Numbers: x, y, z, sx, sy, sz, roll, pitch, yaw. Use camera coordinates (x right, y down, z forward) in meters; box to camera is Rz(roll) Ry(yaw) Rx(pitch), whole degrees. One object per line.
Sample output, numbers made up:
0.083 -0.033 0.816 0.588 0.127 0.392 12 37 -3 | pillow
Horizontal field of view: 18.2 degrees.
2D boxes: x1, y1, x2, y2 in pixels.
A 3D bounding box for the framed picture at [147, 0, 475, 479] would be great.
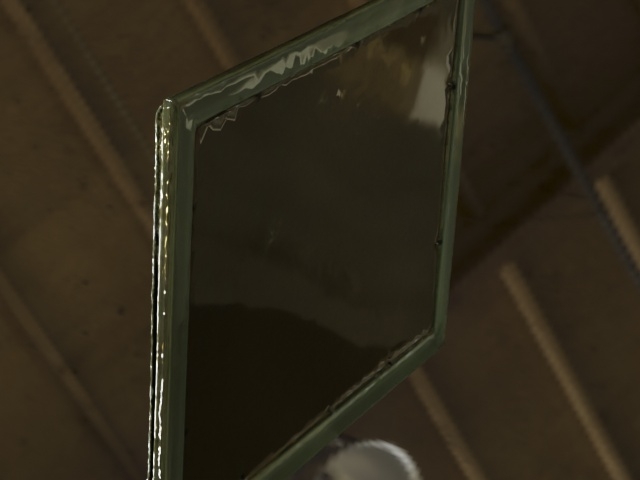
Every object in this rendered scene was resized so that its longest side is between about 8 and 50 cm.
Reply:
0.000 0.000 0.591 0.183 0.011 0.142 -34 -46 -55 | framed picture
